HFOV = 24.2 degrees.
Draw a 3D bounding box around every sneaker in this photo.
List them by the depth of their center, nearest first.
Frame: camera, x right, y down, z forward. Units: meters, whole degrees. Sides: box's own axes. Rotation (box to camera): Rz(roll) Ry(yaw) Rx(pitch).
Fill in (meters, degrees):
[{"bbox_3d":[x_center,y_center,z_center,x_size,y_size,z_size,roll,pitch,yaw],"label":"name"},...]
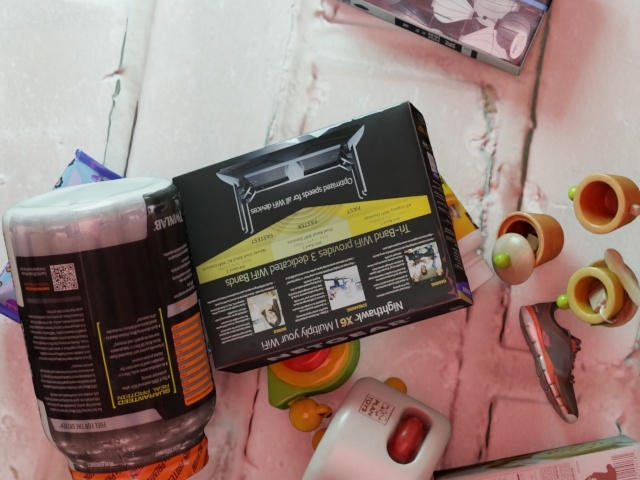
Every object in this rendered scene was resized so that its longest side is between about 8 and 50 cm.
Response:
[{"bbox_3d":[0.300,0.147,1.850,0.065,0.061,0.158,-19,85,-4],"label":"sneaker"}]

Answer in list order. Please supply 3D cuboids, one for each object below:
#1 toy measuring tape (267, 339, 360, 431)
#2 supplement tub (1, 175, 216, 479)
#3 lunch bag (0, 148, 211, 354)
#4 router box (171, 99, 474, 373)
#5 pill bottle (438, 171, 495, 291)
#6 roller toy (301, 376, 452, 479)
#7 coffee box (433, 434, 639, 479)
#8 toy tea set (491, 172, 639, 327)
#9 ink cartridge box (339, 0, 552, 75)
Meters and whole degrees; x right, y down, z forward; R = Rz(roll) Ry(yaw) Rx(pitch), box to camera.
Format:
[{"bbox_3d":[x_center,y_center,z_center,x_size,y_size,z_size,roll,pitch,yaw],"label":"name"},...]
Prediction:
[{"bbox_3d":[-0.013,0.072,1.856,0.121,0.121,0.330,-5,76,3],"label":"toy measuring tape"},{"bbox_3d":[-0.236,0.108,1.716,0.207,0.207,0.338,-8,100,3],"label":"supplement tub"},{"bbox_3d":[-0.232,0.058,1.868,0.293,0.138,0.221,31,85,-4],"label":"lunch bag"},{"bbox_3d":[0.000,0.000,1.756,0.308,0.081,0.243,-17,77,14],"label":"router box"},{"bbox_3d":[0.121,-0.021,1.845,0.117,0.117,0.215,-35,84,1],"label":"pill bottle"},{"bbox_3d":[0.058,0.266,1.789,0.146,0.191,0.209,28,88,6],"label":"roller toy"},{"bbox_3d":[0.265,0.308,1.799,0.246,0.141,0.098,-11,85,4],"label":"coffee box"},{"bbox_3d":[0.333,0.005,1.739,0.336,0.124,0.200,-27,77,43],"label":"toy tea set"},{"bbox_3d":[0.134,-0.349,1.899,0.332,0.065,0.165,23,88,6],"label":"ink cartridge box"}]
